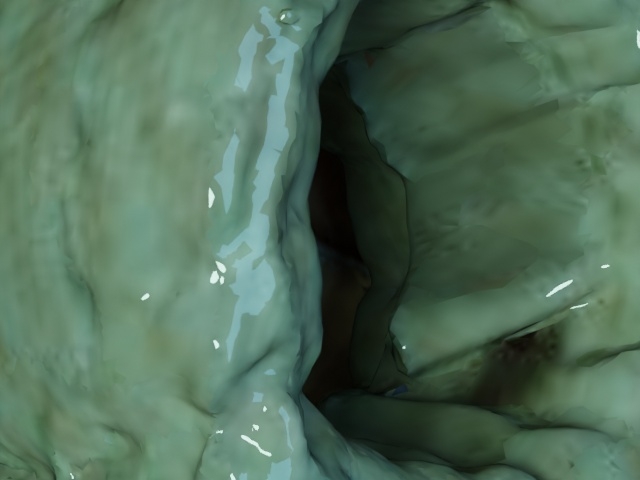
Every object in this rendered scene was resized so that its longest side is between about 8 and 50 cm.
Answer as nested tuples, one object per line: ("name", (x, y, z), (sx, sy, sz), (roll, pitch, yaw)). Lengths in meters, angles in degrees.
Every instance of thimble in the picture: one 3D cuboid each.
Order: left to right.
("thimble", (0.000, 0.000, 0.568), (0.291, 0.195, 0.291), (7, 80, -43))
